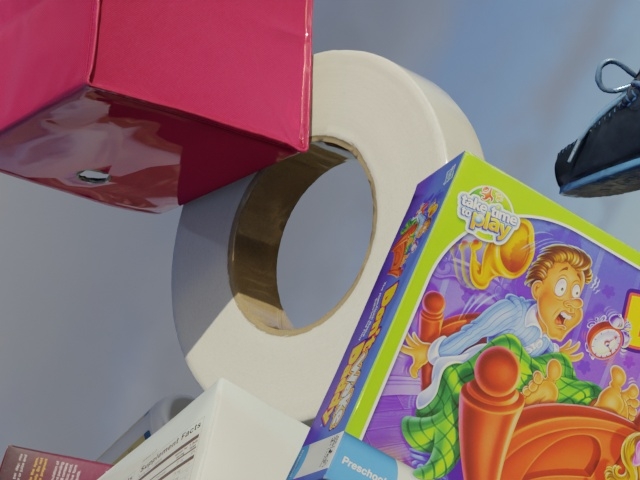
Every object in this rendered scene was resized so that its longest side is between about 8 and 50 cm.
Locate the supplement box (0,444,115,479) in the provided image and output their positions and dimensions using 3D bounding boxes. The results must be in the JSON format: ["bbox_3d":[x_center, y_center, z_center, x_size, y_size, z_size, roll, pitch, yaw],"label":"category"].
[{"bbox_3d":[-0.184,0.243,1.347,0.104,0.188,0.081,49,-128,-62],"label":"supplement box"}]

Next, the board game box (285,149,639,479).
[{"bbox_3d":[0.180,0.131,0.983,0.233,0.347,0.078,-66,12,-23],"label":"board game box"}]

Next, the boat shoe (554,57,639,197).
[{"bbox_3d":[0.268,-0.104,1.094,0.109,0.089,0.258,-1,-18,-43],"label":"boat shoe"}]

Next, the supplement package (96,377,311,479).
[{"bbox_3d":[-0.065,0.281,1.059,0.198,0.199,0.262,-41,26,39],"label":"supplement package"}]

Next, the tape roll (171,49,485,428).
[{"bbox_3d":[0.000,0.000,1.544,0.072,0.392,0.392,20,-81,-43],"label":"tape roll"}]

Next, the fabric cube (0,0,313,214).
[{"bbox_3d":[-0.181,-0.198,1.546,0.258,0.254,0.259,-19,62,49],"label":"fabric cube"}]

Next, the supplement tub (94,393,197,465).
[{"bbox_3d":[-0.194,0.290,1.790,0.200,0.144,0.144,-43,-5,22],"label":"supplement tub"}]
